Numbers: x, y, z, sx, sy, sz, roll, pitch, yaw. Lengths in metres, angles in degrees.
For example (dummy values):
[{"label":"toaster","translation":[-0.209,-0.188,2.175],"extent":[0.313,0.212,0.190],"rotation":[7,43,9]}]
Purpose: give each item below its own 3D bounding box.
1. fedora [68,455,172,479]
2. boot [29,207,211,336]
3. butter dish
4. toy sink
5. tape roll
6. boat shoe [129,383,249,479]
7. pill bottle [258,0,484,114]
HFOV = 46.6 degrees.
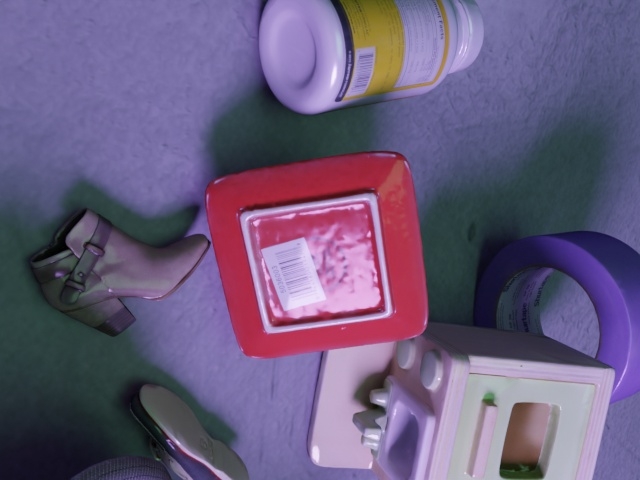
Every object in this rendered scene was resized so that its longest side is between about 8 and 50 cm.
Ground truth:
[{"label":"fedora","translation":[-0.198,0.235,0.456],"extent":[0.275,0.124,0.243],"rotation":[33,73,-69]},{"label":"boot","translation":[-0.146,0.010,0.541],"extent":[0.118,0.042,0.087],"rotation":[-47,122,-22]},{"label":"butter dish","translation":[0.000,0.000,0.614],"extent":[0.160,0.118,0.160],"rotation":[-9,111,4]},{"label":"toy sink","translation":[0.124,0.162,0.677],"extent":[0.234,0.131,0.152],"rotation":[9,96,-17]},{"label":"tape roll","translation":[0.260,0.085,0.786],"extent":[0.080,0.189,0.188],"rotation":[-6,103,-37]},{"label":"boat shoe","translation":[-0.111,0.168,0.599],"extent":[0.043,0.049,0.137],"rotation":[-29,124,13]},{"label":"pill bottle","translation":[0.048,-0.168,0.621],"extent":[0.184,0.103,0.103],"rotation":[-18,109,-36]}]
